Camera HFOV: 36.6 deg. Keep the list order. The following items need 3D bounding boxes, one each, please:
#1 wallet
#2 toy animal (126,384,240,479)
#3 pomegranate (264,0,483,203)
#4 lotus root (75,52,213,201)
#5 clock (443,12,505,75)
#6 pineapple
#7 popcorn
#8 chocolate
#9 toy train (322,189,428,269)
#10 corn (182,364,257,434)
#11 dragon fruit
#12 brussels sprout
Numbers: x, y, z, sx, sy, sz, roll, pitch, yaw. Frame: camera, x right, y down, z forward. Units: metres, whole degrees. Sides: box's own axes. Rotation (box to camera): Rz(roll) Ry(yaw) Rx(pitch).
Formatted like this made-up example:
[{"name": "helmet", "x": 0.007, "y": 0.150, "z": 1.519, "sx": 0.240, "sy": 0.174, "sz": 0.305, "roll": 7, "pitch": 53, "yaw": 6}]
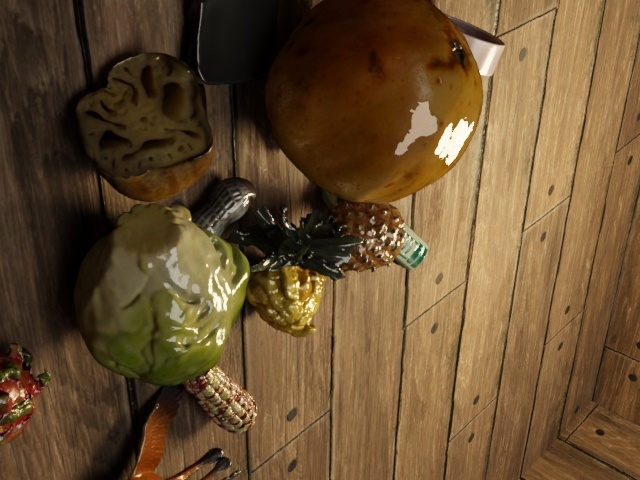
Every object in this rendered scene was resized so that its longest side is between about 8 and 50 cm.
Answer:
[{"name": "wallet", "x": -0.124, "y": -0.434, "z": 1.522, "sx": 0.197, "sy": 0.051, "sz": 0.377, "roll": -17, "pitch": 124, "yaw": -51}, {"name": "toy animal", "x": -0.312, "y": 0.459, "z": 1.847, "sx": 0.302, "sy": 0.225, "sz": 0.284, "roll": -34, "pitch": 159, "yaw": -18}, {"name": "pomegranate", "x": 0.076, "y": -0.237, "z": 1.681, "sx": 0.410, "sy": 0.410, "sz": 0.410, "roll": -33, "pitch": 136, "yaw": -38}, {"name": "lotus root", "x": -0.259, "y": -0.157, "z": 1.455, "sx": 0.188, "sy": 0.199, "sz": 0.180, "roll": -11, "pitch": 164, "yaw": -8}, {"name": "clock", "x": 0.272, "y": -0.404, "z": 1.959, "sx": 0.197, "sy": 0.197, "sz": 0.068, "roll": -7, "pitch": 126, "yaw": -52}, {"name": "pineapple", "x": 0.002, "y": 0.003, "z": 1.805, "sx": 0.364, "sy": 0.165, "sz": 0.165, "roll": -10, "pitch": 120, "yaw": -46}, {"name": "popcorn", "x": -0.070, "y": 0.107, "z": 1.894, "sx": 0.194, "sy": 0.140, "sz": 0.163, "roll": -8, "pitch": 110, "yaw": -63}, {"name": "chocolate", "x": -0.180, "y": -0.047, "z": 1.688, "sx": 0.167, "sy": 0.072, "sz": 0.072, "roll": -49, "pitch": 144, "yaw": -17}, {"name": "toy train", "x": 0.122, "y": -0.035, "z": 2.085, "sx": 0.086, "sy": 0.088, "sz": 0.407, "roll": -52, "pitch": 148, "yaw": 1}, {"name": "corn", "x": -0.196, "y": 0.295, "z": 1.871, "sx": 0.092, "sy": 0.092, "sz": 0.280, "roll": -52, "pitch": 149, "yaw": -17}, {"name": "dragon fruit", "x": -0.486, "y": 0.218, "z": 1.392, "sx": 0.172, "sy": 0.160, "sz": 0.166, "roll": 1, "pitch": 76, "yaw": -70}, {"name": "brussels sprout", "x": -0.249, "y": 0.093, "z": 1.526, "sx": 0.274, "sy": 0.242, "sz": 0.316, "roll": -55, "pitch": 152, "yaw": -6}]
